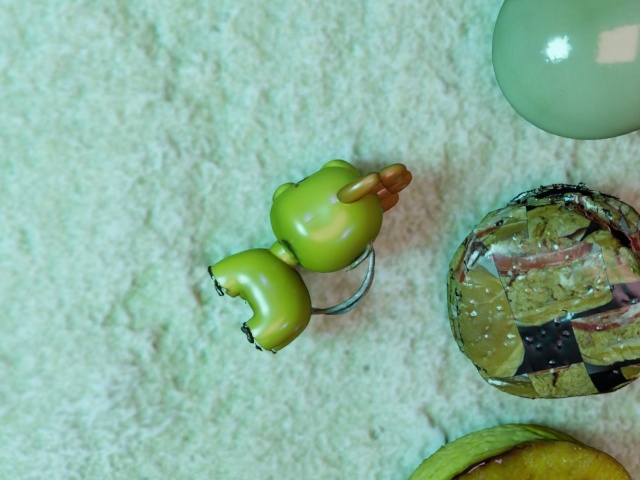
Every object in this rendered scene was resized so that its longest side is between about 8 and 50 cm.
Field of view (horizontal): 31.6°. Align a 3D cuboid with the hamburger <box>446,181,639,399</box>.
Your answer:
[{"bbox_3d":[0.238,0.055,1.150,0.230,0.107,0.231,5,114,13],"label":"hamburger"}]

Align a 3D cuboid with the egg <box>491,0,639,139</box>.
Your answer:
[{"bbox_3d":[0.281,-0.200,1.058,0.253,0.188,0.189,-27,110,-8],"label":"egg"}]

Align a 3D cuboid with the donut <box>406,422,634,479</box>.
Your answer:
[{"bbox_3d":[0.207,0.329,1.252,0.302,0.110,0.303,-4,109,-12],"label":"donut"}]

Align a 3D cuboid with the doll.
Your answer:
[{"bbox_3d":[0.000,0.000,1.099,0.221,0.143,0.135,-39,76,3],"label":"doll"}]
